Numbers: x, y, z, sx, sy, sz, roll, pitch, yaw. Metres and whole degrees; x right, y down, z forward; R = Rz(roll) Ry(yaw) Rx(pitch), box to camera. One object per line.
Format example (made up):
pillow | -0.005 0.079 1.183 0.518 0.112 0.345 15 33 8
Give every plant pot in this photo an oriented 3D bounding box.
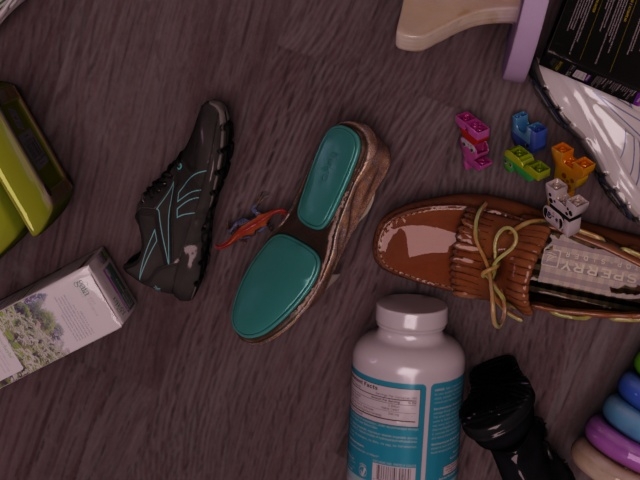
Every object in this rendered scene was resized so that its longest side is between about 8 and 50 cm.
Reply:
plant pot | -0.443 -0.072 1.676 0.207 0.228 0.227 -28 100 4

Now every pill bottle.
pill bottle | 0.110 0.207 1.727 0.146 0.146 0.264 4 104 4

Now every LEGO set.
LEGO set | 0.267 -0.076 1.653 0.087 0.227 0.093 -23 134 -23

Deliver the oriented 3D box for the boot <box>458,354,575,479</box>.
boot | 0.254 0.271 1.682 0.094 0.246 0.207 -22 98 10

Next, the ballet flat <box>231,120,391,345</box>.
ballet flat | 0.000 0.000 1.707 0.107 0.106 0.316 38 104 30

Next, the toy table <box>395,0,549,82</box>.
toy table | 0.185 -0.310 1.558 0.160 0.252 0.274 11 133 4

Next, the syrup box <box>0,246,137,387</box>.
syrup box | -0.369 0.109 1.773 0.236 0.096 0.093 -27 102 11

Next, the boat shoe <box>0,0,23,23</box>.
boat shoe | -0.442 -0.291 1.692 0.226 0.076 0.083 -42 96 13

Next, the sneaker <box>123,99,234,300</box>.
sneaker | -0.180 -0.054 1.715 0.106 0.101 0.267 16 104 4

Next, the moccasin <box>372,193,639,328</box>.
moccasin | 0.253 0.033 1.671 0.380 0.147 0.139 16 105 1

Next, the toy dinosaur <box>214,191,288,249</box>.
toy dinosaur | -0.080 -0.017 1.734 0.082 0.090 0.047 -19 121 41

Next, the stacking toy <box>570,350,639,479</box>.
stacking toy | 0.448 0.164 1.699 0.141 0.141 0.330 25 101 -1

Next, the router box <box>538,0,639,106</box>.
router box | 0.353 -0.266 1.600 0.133 0.046 0.179 23 75 0

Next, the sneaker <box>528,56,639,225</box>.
sneaker | 0.380 -0.125 1.646 0.129 0.111 0.297 -35 100 4
